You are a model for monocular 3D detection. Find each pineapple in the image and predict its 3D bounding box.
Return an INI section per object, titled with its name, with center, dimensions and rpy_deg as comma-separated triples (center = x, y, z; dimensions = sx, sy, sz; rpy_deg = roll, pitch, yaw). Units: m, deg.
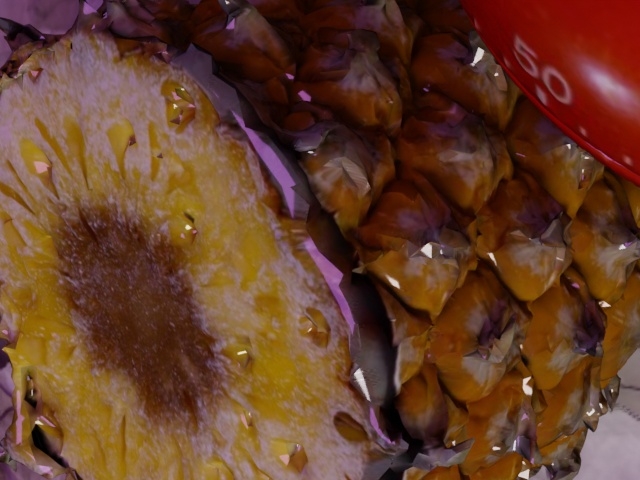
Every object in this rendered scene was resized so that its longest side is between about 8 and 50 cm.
[pineapple]
center = 0.000, 0.002, 0.724
dimensions = 0.352, 0.300, 0.352
rpy_deg = 15, 116, 32

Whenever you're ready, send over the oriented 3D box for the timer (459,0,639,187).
[timer]
center = 0.220, -0.181, 0.539
dimensions = 0.378, 0.279, 0.378
rpy_deg = -2, 78, 10
